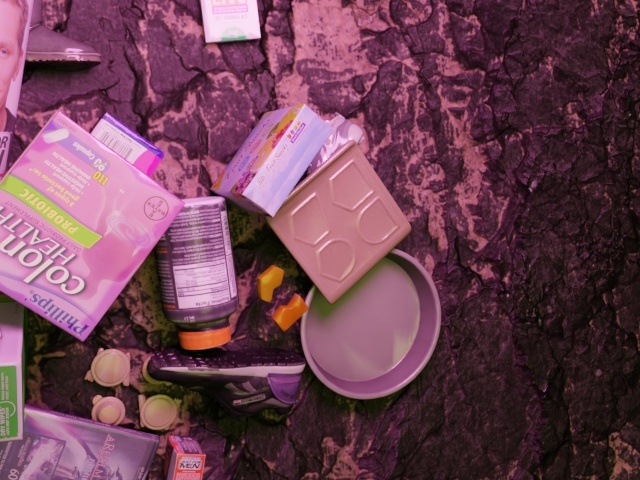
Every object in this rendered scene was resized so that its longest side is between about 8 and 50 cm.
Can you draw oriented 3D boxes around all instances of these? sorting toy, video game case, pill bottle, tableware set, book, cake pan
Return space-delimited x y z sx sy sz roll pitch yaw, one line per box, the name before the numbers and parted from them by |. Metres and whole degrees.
sorting toy | 0.000 0.000 1.238 0.307 0.041 0.229 -42 118 -13
video game case | -0.431 0.386 1.168 0.274 0.026 0.196 21 93 -21
pill bottle | -0.207 0.055 1.177 0.130 0.130 0.246 -9 99 -20
tableware set | -0.321 0.257 1.212 0.168 0.020 0.141 7 92 -22
book | -0.160 -0.415 1.205 0.096 0.035 0.144 -10 100 -16
cake pan | 0.091 0.154 1.344 0.293 0.054 0.293 -2 96 -21

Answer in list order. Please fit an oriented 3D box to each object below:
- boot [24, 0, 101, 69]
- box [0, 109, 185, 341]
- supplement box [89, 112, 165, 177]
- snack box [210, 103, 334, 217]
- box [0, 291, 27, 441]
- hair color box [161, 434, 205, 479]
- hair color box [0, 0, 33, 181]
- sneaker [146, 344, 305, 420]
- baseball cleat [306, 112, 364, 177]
boot | -0.437 -0.374 1.083 0.189 0.076 0.209 0 89 -21
box | -0.356 -0.022 0.998 0.213 0.117 0.243 38 82 -20
supplement box | -0.360 -0.078 1.114 0.111 0.114 0.220 36 81 -21
snack box | -0.087 -0.131 1.164 0.070 0.207 0.174 37 81 -20
box | -0.535 0.173 0.981 0.231 0.262 0.127 0 108 -21
hair color box | -0.246 0.435 1.219 0.053 0.093 0.167 10 91 -22
hair color box | -0.509 -0.207 0.973 0.105 0.174 0.347 13 100 6
sneaker | -0.163 0.259 1.226 0.283 0.107 0.124 7 98 -25
baseball cleat | -0.009 -0.136 1.279 0.109 0.072 0.206 34 80 -5
